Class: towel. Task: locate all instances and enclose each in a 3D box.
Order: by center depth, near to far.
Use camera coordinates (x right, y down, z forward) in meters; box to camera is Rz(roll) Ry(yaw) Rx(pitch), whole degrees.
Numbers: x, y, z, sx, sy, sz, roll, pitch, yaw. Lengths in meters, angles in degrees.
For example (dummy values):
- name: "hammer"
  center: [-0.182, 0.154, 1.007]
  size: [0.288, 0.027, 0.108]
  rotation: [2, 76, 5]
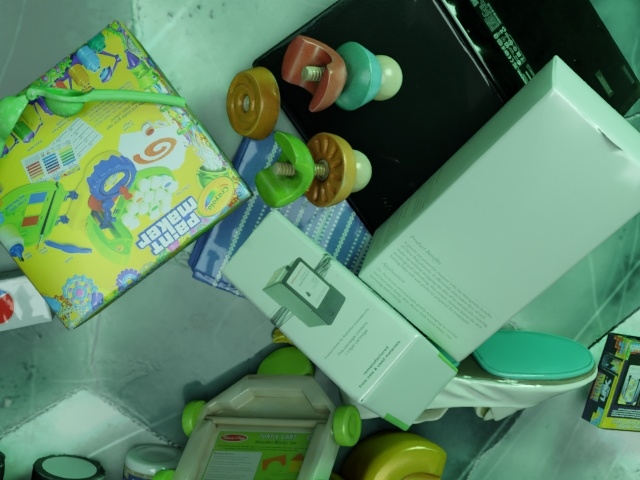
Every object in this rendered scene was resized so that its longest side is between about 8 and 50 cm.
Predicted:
- name: "towel"
  center: [0.000, 0.000, 1.474]
  size: [0.335, 0.040, 0.243]
  rotation: [23, 94, -12]

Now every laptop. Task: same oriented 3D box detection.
- name: "laptop"
  center: [0.197, -0.237, 1.450]
  size: [0.408, 0.236, 0.382]
  rotation: [-43, 104, -32]

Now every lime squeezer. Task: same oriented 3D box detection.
- name: "lime squeezer"
  center: [-0.323, -0.140, 1.208]
  size: [0.310, 0.059, 0.110]
  rotation: [-28, 93, -2]

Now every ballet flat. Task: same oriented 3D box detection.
- name: "ballet flat"
  center: [0.211, 0.209, 1.490]
  size: [0.400, 0.139, 0.139]
  rotation: [1, 99, -15]

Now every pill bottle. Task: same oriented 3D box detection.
- name: "pill bottle"
  center: [-0.247, 0.395, 1.472]
  size: [0.094, 0.094, 0.170]
  rotation: [5, 98, -8]

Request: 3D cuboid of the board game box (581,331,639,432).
- name: "board game box"
  center: [0.491, 0.221, 1.532]
  size: [0.170, 0.048, 0.141]
  rotation: [12, 100, -33]

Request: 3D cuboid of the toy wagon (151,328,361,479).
- name: "toy wagon"
  center: [-0.075, 0.273, 1.393]
  size: [0.267, 0.344, 0.068]
  rotation: [-3, 135, 27]

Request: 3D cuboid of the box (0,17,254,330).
- name: "box"
  center: [-0.286, -0.084, 1.328]
  size: [0.290, 0.177, 0.279]
  rotation: [-36, 93, 0]

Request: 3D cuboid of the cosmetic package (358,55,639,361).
- name: "cosmetic package"
  center: [0.245, -0.036, 1.316]
  size: [0.197, 0.155, 0.365]
  rotation: [42, 117, -8]

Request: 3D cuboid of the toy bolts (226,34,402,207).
- name: "toy bolts"
  center: [0.002, -0.182, 1.355]
  size: [0.158, 0.218, 0.229]
  rotation: [-4, 139, -38]

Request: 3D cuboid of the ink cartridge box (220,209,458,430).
- name: "ink cartridge box"
  center: [0.026, 0.105, 1.308]
  size: [0.115, 0.198, 0.273]
  rotation: [-49, 60, -1]

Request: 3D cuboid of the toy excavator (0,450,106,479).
- name: "toy excavator"
  center: [-0.327, 0.464, 1.298]
  size: [0.432, 0.445, 0.223]
  rotation: [11, 98, -20]

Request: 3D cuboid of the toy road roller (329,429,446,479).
- name: "toy road roller"
  center: [0.047, 0.383, 1.463]
  size: [0.329, 0.202, 0.241]
  rotation: [19, 82, -12]

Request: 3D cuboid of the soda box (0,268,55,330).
- name: "soda box"
  center: [-0.486, 0.093, 1.404]
  size: [0.216, 0.069, 0.074]
  rotation: [-11, 101, -5]
